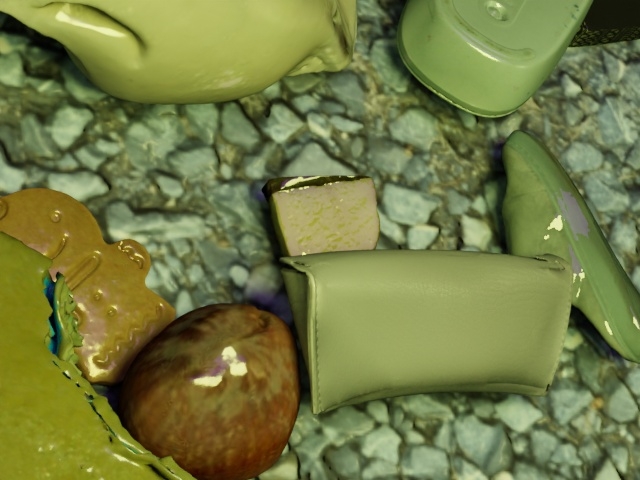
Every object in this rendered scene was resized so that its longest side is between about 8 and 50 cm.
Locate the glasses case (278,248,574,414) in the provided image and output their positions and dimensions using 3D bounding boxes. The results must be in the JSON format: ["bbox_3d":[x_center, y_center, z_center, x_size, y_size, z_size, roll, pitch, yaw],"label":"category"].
[{"bbox_3d":[0.084,0.071,1.275,0.308,0.083,0.128,1,88,-40],"label":"glasses case"}]

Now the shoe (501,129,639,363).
[{"bbox_3d":[0.220,0.017,1.421,0.100,0.103,0.251,-33,66,9],"label":"shoe"}]

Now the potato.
[{"bbox_3d":[0.000,0.000,1.329,0.096,0.066,0.103,-1,73,-11],"label":"potato"}]

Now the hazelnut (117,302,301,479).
[{"bbox_3d":[-0.084,0.119,1.193,0.154,0.143,0.143,-23,79,-33],"label":"hazelnut"}]

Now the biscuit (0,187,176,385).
[{"bbox_3d":[-0.198,0.031,1.241,0.133,0.027,0.184,-28,82,-31],"label":"biscuit"}]

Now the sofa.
[{"bbox_3d":[0.301,-0.238,1.600,0.118,0.039,0.060,-10,74,-30],"label":"sofa"}]

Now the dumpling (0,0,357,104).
[{"bbox_3d":[-0.118,-0.271,1.301,0.395,0.233,0.315,6,68,-37],"label":"dumpling"}]

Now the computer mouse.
[{"bbox_3d":[0.172,-0.229,1.499,0.159,0.097,0.288,32,49,-1],"label":"computer mouse"}]

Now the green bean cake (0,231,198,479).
[{"bbox_3d":[-0.205,0.173,1.067,0.310,0.202,0.285,32,48,2],"label":"green bean cake"}]
